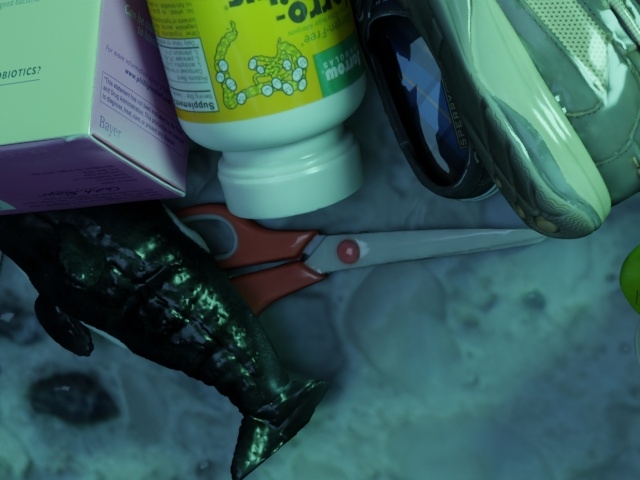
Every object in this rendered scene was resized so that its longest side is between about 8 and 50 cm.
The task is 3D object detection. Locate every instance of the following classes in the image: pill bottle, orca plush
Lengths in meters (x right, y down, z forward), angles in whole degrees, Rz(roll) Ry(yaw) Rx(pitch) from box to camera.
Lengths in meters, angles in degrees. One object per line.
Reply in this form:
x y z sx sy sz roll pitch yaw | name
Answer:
-0.038 -0.124 1.070 0.117 0.117 0.208 -4 111 25 | pill bottle
-0.137 0.039 1.166 0.151 0.102 0.287 -41 78 23 | orca plush

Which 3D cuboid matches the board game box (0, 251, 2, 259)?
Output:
-0.400 0.088 1.331 0.318 0.066 0.319 16 103 22 | board game box

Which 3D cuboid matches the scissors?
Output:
0.000 0.000 1.162 0.297 0.021 0.109 -22 85 27 | scissors

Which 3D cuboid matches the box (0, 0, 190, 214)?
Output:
-0.194 -0.147 1.135 0.213 0.117 0.243 -6 72 25 | box

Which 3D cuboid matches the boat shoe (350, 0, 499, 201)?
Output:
0.053 -0.130 1.092 0.080 0.076 0.228 -15 90 25 | boat shoe

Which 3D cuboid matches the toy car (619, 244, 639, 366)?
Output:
0.261 0.027 0.996 0.182 0.159 0.136 22 69 19 | toy car

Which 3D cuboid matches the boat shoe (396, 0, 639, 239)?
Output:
0.096 -0.176 1.003 0.130 0.132 0.355 -27 87 -4 | boat shoe
